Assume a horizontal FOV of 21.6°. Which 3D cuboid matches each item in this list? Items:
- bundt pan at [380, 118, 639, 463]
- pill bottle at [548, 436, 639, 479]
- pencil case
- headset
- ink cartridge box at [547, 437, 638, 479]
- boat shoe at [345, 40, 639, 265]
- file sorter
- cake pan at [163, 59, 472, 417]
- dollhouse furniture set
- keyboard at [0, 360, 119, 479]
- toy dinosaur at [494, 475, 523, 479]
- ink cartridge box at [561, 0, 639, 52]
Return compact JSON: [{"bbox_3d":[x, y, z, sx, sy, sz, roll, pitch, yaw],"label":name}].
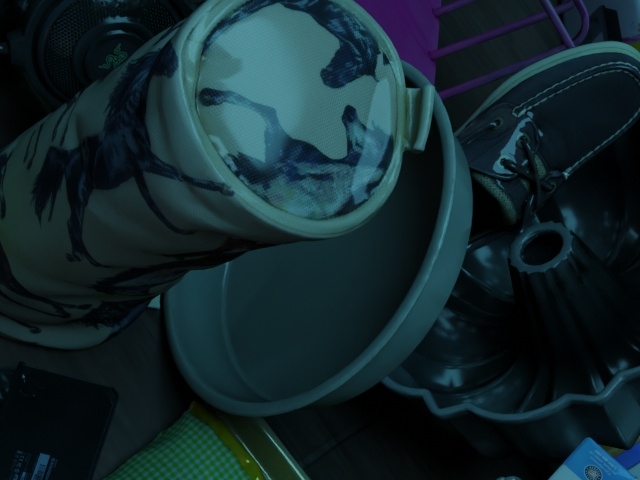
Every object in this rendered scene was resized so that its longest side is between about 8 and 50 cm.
[{"bbox_3d":[0.194,0.043,1.343,0.124,0.331,0.331,58,44,-41],"label":"bundt pan"},{"bbox_3d":[0.320,0.239,1.389,0.152,0.152,0.272,-33,86,-36],"label":"pill bottle"},{"bbox_3d":[-0.103,-0.038,1.129,0.184,0.410,0.159,1,75,-33],"label":"pencil case"},{"bbox_3d":[-0.202,-0.205,1.243,0.394,0.185,0.243,-28,48,-36],"label":"headset"},{"bbox_3d":[0.184,0.216,1.198,0.088,0.052,0.122,42,85,14],"label":"ink cartridge box"},{"bbox_3d":[0.135,-0.049,1.292,0.103,0.285,0.092,55,12,-30],"label":"boat shoe"},{"bbox_3d":[0.112,-0.244,1.394,0.202,0.182,0.290,54,28,-33],"label":"file sorter"},{"bbox_3d":[0.000,0.000,1.259,0.054,0.293,0.293,29,54,-39],"label":"cake pan"},{"bbox_3d":[-0.028,0.253,1.190,0.197,0.151,0.301,-37,88,-36],"label":"dollhouse furniture set"},{"bbox_3d":[-0.219,0.171,1.193,0.108,0.023,0.180,15,55,0],"label":"keyboard"},{"bbox_3d":[0.262,0.273,1.262,0.313,0.160,0.121,46,12,10],"label":"toy dinosaur"},{"bbox_3d":[0.363,-0.162,1.616,0.226,0.131,0.306,9,62,-25],"label":"ink cartridge box"}]
